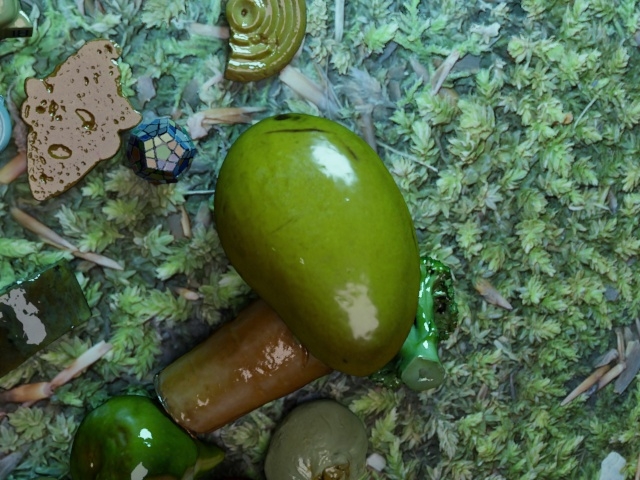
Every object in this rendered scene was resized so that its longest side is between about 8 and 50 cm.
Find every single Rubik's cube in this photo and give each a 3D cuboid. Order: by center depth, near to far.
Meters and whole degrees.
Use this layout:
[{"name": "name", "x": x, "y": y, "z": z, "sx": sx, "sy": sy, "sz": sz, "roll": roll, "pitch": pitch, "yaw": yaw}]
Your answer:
[{"name": "Rubik's cube", "x": -0.258, "y": -0.143, "z": 1.126, "sx": 0.111, "sy": 0.111, "sz": 0.093, "roll": -27, "pitch": 134, "yaw": -13}]

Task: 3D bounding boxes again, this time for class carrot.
[{"name": "carrot", "x": -0.129, "y": 0.224, "z": 1.185, "sx": 0.254, "sy": 0.196, "sz": 0.196, "roll": -37, "pitch": 108, "yaw": -4}]

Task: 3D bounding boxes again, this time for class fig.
[{"name": "fig", "x": -0.274, "y": 0.367, "z": 1.175, "sx": 0.275, "sy": 0.206, "sz": 0.205, "roll": 17, "pitch": 94, "yaw": -53}]

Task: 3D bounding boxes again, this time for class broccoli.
[{"name": "broccoli", "x": 0.138, "y": 0.169, "z": 1.219, "sx": 0.254, "sy": 0.269, "sz": 0.268, "roll": -21, "pitch": 105, "yaw": -1}]

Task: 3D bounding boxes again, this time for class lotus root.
[{"name": "lotus root", "x": -0.480, "y": 0.132, "z": 1.087, "sx": 0.235, "sy": 0.138, "sz": 0.119, "roll": -33, "pitch": 97, "yaw": -5}]

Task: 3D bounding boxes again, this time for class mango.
[{"name": "mango", "x": 0.000, "y": 0.000, "z": 1.095, "sx": 0.302, "sy": 0.220, "sz": 0.444, "roll": -16, "pitch": 67, "yaw": -11}]

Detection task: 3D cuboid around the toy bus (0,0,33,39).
[{"name": "toy bus", "x": -0.525, "y": -0.440, "z": 0.948, "sx": 0.202, "sy": 0.177, "sz": 0.365, "roll": -9, "pitch": 100, "yaw": -23}]

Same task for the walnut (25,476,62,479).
[{"name": "walnut", "x": -0.479, "y": 0.480, "z": 1.105, "sx": 0.245, "sy": 0.198, "sz": 0.198, "roll": -16, "pitch": 103, "yaw": -15}]

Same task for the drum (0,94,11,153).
[{"name": "drum", "x": -0.570, "y": -0.227, "z": 1.033, "sx": 0.130, "sy": 0.049, "sz": 0.253, "roll": -39, "pitch": 108, "yaw": -9}]

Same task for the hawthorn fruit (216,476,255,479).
[{"name": "hawthorn fruit", "x": -0.148, "y": 0.501, "z": 1.195, "sx": 0.190, "sy": 0.251, "sz": 0.189, "roll": 1, "pitch": 65, "yaw": -3}]

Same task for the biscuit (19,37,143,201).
[{"name": "biscuit", "x": -0.388, "y": -0.189, "z": 1.104, "sx": 0.183, "sy": 0.043, "sz": 0.280, "roll": 23, "pitch": 96, "yaw": -17}]

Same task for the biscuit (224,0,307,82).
[{"name": "biscuit", "x": -0.092, "y": -0.375, "z": 1.177, "sx": 0.145, "sy": 0.033, "sz": 0.224, "roll": 7, "pitch": 97, "yaw": -19}]

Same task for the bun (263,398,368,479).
[{"name": "bun", "x": 0.002, "y": 0.409, "z": 1.283, "sx": 0.223, "sy": 0.127, "sz": 0.222, "roll": -2, "pitch": 97, "yaw": -19}]
